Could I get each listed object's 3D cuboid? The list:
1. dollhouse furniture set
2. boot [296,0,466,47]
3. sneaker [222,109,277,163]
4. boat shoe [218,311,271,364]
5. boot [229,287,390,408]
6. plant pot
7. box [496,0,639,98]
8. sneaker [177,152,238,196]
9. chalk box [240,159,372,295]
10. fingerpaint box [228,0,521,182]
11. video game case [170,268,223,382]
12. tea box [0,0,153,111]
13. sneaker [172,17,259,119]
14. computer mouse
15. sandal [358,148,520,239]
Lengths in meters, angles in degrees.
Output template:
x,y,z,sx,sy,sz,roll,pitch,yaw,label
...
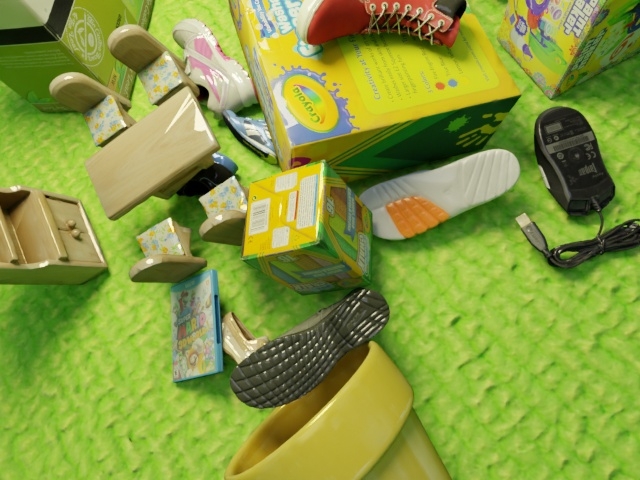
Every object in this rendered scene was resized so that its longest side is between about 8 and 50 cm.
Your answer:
x,y,z,sx,sy,sz,roll,pitch,yaw,label
-0.354,-0.094,0.689,0.394,0.256,0.362,-31,77,12,dollhouse furniture set
0.100,-0.323,0.646,0.244,0.088,0.176,-39,77,-21,boot
-0.125,-0.208,0.852,0.144,0.053,0.059,38,79,5,sneaker
-0.106,0.178,0.716,0.170,0.063,0.059,36,86,18,boat shoe
-0.011,0.154,0.663,0.247,0.161,0.083,-31,86,-8,boot
0.050,0.301,0.571,0.254,0.254,0.239,-40,87,-6,plant pot
0.485,-0.436,0.713,0.279,0.290,0.177,-28,70,-2,box
-0.275,-0.137,0.838,0.232,0.081,0.090,17,70,13,sneaker
0.000,0.000,0.680,0.132,0.213,0.132,-13,61,28,chalk box
0.060,-0.338,0.782,0.371,0.163,0.444,-16,70,-10,fingerpaint box
-0.209,0.143,0.738,0.119,0.015,0.166,-22,66,35,video game case
-0.525,-0.480,0.860,0.220,0.323,0.328,1,73,10,tea box
-0.235,-0.343,0.889,0.111,0.103,0.252,-38,70,-7,sneaker
0.391,-0.081,0.734,0.184,0.060,0.262,-24,81,-4,computer mouse
0.195,-0.074,0.748,0.265,0.076,0.101,-18,93,14,sandal
